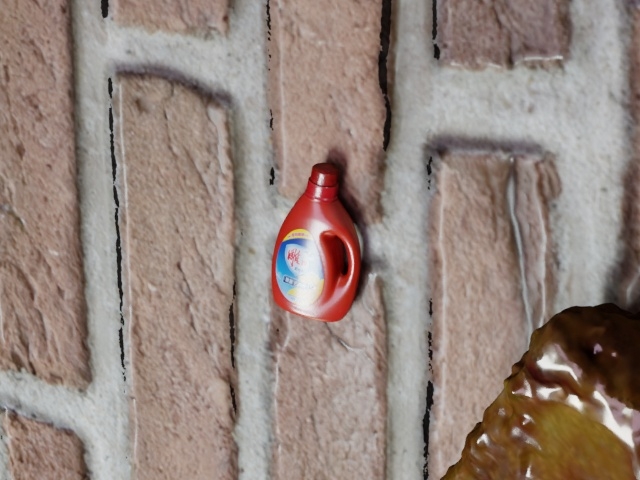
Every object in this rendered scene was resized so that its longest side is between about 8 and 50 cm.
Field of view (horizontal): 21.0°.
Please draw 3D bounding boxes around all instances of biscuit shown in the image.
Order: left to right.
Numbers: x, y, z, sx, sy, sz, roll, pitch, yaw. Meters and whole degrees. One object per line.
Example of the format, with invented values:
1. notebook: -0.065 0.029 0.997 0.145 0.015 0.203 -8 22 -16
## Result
1. biscuit: 0.296 0.250 1.598 0.343 0.166 0.395 44 144 13

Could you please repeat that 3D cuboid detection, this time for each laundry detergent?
1. laundry detergent: 0.000 0.000 1.803 0.097 0.049 0.165 18 116 18
